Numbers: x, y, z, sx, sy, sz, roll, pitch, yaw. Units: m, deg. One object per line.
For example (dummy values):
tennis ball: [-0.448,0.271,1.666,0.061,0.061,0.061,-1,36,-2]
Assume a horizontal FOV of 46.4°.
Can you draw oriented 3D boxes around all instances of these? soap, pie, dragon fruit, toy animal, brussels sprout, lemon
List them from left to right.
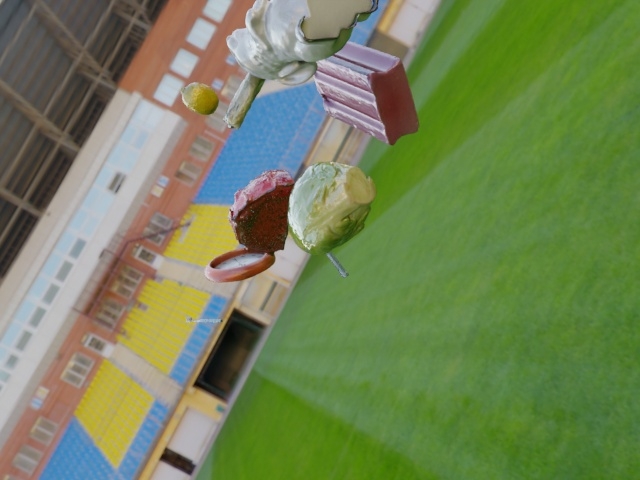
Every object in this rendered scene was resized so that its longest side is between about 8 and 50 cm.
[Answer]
lemon: [-0.329,-0.387,2.033,0.082,0.111,0.082,-48,24,29]
pie: [-0.192,-0.370,1.923,0.185,0.052,0.218,-62,7,7]
dragon fruit: [-0.149,-0.080,1.911,0.189,0.163,0.261,-79,-1,-45]
toy animal: [-0.063,-0.470,1.705,0.357,0.258,0.193,-21,66,60]
brussels sprout: [0.014,-0.063,1.317,0.181,0.144,0.161,-39,6,33]
soap: [0.118,-0.444,2.204,0.128,0.233,0.359,-32,36,-16]

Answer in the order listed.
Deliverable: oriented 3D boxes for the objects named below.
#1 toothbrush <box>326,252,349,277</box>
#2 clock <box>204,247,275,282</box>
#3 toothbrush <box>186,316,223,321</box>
toothbrush: [0.000,0.000,1.811,0.019,0.219,0.016,-33,5,36]
clock: [-0.226,0.071,2.106,0.205,0.205,0.051,-69,-33,-68]
toothbrush: [-0.346,0.235,2.212,0.167,0.014,0.011,-5,12,43]
